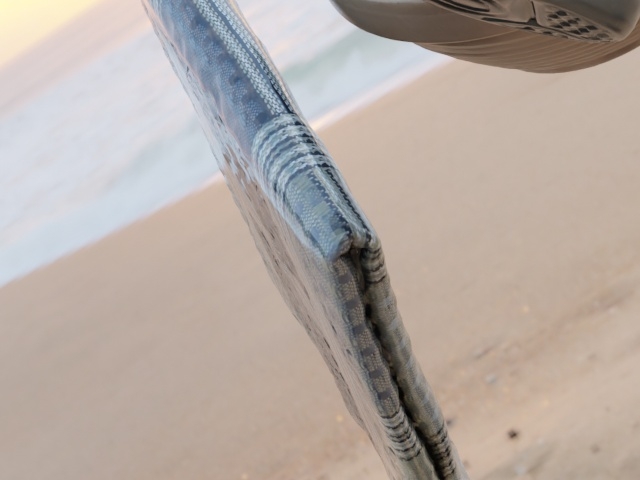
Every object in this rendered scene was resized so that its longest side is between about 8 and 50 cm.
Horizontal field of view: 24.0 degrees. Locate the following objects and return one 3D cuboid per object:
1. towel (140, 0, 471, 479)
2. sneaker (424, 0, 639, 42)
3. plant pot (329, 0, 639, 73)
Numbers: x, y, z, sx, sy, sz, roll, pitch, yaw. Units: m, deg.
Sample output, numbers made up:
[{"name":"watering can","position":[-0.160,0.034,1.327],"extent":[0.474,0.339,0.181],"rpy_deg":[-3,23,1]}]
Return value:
[{"name":"towel","position":[0.000,0.000,0.840],"extent":[0.056,0.324,0.312],"rpy_deg":[-28,48,-6]},{"name":"sneaker","position":[0.038,-0.166,0.572],"extent":[0.130,0.227,0.087],"rpy_deg":[-64,7,-4]},{"name":"plant pot","position":[0.116,-0.160,0.743],"extent":[0.237,0.110,0.237],"rpy_deg":[-21,39,17]}]
